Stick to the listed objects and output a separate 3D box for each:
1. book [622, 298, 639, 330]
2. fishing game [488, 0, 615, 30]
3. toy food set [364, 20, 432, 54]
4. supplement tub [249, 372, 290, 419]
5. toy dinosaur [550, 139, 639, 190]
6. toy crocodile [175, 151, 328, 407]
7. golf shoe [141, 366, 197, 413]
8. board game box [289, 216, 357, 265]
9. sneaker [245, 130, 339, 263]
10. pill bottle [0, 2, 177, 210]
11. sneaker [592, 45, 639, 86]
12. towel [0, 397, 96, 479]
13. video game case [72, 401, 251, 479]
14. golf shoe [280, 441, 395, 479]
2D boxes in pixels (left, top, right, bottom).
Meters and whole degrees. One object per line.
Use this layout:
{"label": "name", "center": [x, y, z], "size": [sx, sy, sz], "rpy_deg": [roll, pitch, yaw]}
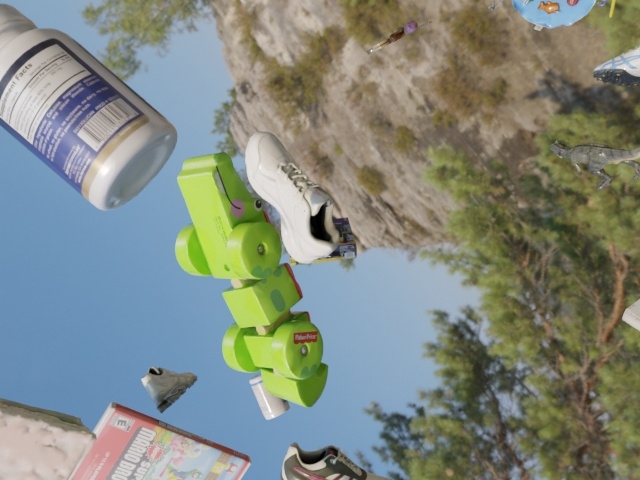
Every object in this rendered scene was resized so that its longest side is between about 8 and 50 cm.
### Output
{"label": "book", "center": [0.691, 0.139, 1.125], "size": [0.096, 0.144, 0.035], "rpy_deg": [45, 158, 41]}
{"label": "fishing game", "center": [0.496, -0.533, 1.219], "size": [0.263, 0.041, 0.189], "rpy_deg": [16, 149, 20]}
{"label": "toy food set", "center": [0.141, -0.382, 1.051], "size": [0.019, 0.122, 0.078], "rpy_deg": [63, 174, -16]}
{"label": "supplement tub", "center": [-0.127, 0.382, 1.418], "size": [0.107, 0.071, 0.071], "rpy_deg": [65, -162, 4]}
{"label": "toy dinosaur", "center": [0.586, -0.162, 1.153], "size": [0.118, 0.064, 0.268], "rpy_deg": [40, 168, -23]}
{"label": "toy crocodile", "center": [-0.072, 0.057, 0.672], "size": [0.105, 0.115, 0.341], "rpy_deg": [-38, -67, -45]}
{"label": "golf shoe", "center": [-0.304, 0.279, 1.143], "size": [0.086, 0.069, 0.176], "rpy_deg": [47, 177, 3]}
{"label": "board game box", "center": [0.000, 0.000, 1.469], "size": [0.141, 0.170, 0.048], "rpy_deg": [-103, 7, -57]}
{"label": "sneaker", "center": [-0.032, -0.077, 0.910], "size": [0.090, 0.115, 0.232], "rpy_deg": [-37, -77, -35]}
{"label": "pill bottle", "center": [-0.212, -0.112, 0.470], "size": [0.169, 0.094, 0.094], "rpy_deg": [41, -164, 0]}
{"label": "sneaker", "center": [0.687, -0.384, 1.179], "size": [0.085, 0.086, 0.237], "rpy_deg": [20, 166, -31]}
{"label": "towel", "center": [-0.465, 0.293, 0.599], "size": [0.331, 0.317, 0.053], "rpy_deg": [32, 176, -35]}
{"label": "video game case", "center": [-0.299, 0.431, 1.032], "size": [0.285, 0.204, 0.025], "rpy_deg": [31, -174, -22]}
{"label": "golf shoe", "center": [0.048, 0.516, 1.231], "size": [0.272, 0.120, 0.105], "rpy_deg": [5, -175, 2]}
